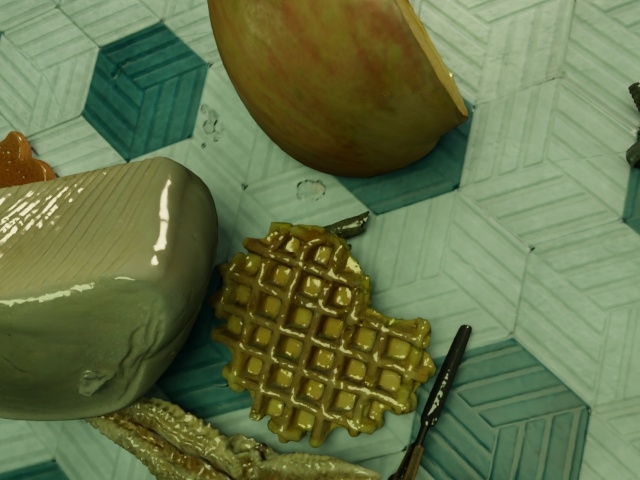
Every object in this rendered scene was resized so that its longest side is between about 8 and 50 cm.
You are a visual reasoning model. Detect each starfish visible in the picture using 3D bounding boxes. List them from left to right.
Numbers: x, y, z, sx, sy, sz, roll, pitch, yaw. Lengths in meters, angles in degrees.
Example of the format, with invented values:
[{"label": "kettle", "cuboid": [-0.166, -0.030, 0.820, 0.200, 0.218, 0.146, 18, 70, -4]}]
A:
[{"label": "starfish", "cuboid": [-0.129, 0.330, 0.812, 0.432, 0.082, 0.324, 6, 84, 22]}]

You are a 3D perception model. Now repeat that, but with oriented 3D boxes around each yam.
[{"label": "yam", "cuboid": [0.000, 0.000, 0.856, 0.129, 0.027, 0.033, -19, 36, 16]}]

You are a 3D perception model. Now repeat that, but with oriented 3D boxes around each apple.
[{"label": "apple", "cuboid": [0.018, -0.228, 0.806, 0.252, 0.314, 0.309, -9, 73, -27]}]

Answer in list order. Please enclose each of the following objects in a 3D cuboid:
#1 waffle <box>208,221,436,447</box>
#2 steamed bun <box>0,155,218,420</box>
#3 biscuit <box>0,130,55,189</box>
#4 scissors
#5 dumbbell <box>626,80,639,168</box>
[{"label": "waffle", "cuboid": [-0.005, 0.095, 0.814, 0.249, 0.056, 0.253, -16, 84, 17]}, {"label": "steamed bun", "cuboid": [-0.288, 0.065, 0.825, 0.384, 0.236, 0.247, -8, 40, 12]}, {"label": "biscuit", "cuboid": [-0.420, -0.046, 0.997, 0.280, 0.043, 0.183, 32, 95, 16]}, {"label": "scissors", "cuboid": [0.112, 0.188, 0.773, 0.017, 0.088, 0.220, 25, 77, 0]}, {"label": "dumbbell", "cuboid": [0.361, -0.044, 0.718, 0.082, 0.081, 0.254, -22, 74, 13]}]
